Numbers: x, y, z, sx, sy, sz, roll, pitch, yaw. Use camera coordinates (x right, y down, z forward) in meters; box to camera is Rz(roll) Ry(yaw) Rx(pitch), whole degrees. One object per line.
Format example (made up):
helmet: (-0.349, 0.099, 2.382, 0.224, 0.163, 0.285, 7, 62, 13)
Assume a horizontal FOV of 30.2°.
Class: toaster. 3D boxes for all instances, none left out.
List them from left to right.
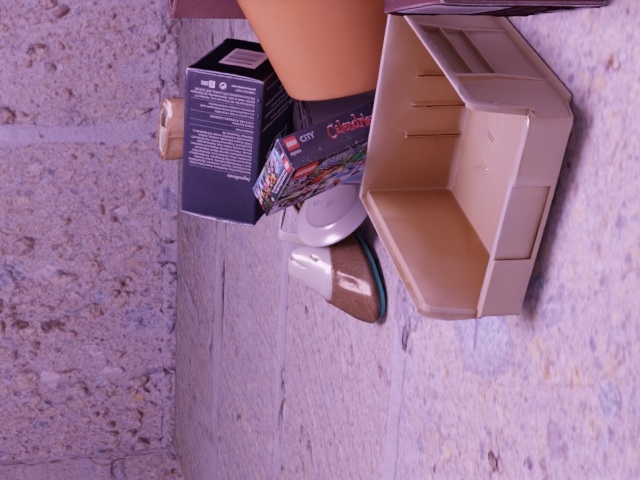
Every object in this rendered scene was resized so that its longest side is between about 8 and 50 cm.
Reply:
toaster: (0.021, -0.165, 1.702, 0.129, 0.146, 0.227, 110, 153, -56)

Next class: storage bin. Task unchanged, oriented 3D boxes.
storage bin: (0.150, -0.089, 1.290, 0.260, 0.123, 0.262, -112, 25, -52)

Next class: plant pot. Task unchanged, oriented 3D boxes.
plant pot: (0.032, -0.298, 1.457, 0.291, 0.291, 0.203, -137, 29, -68)

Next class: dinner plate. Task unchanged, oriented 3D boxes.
dinner plate: (0.019, -0.052, 1.785, 0.017, 0.141, 0.141, 46, -167, -36)

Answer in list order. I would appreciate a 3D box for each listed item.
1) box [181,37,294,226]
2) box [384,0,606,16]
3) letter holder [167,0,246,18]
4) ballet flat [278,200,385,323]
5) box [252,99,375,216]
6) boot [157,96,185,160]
box: (-0.107, -0.145, 1.580, 0.153, 0.108, 0.207, -55, -26, -62)
box: (0.162, -0.318, 1.126, 0.168, 0.167, 0.203, -152, 61, -73)
letter holder: (-0.053, -0.425, 1.637, 0.214, 0.302, 0.152, 121, 143, -63)
ballet flat: (0.000, 0.000, 1.844, 0.116, 0.124, 0.342, 101, 159, -45)
box: (0.039, -0.117, 1.486, 0.044, 0.233, 0.159, 62, 159, 10)
boot: (-0.132, -0.230, 2.011, 0.236, 0.269, 0.089, 102, 157, -44)
